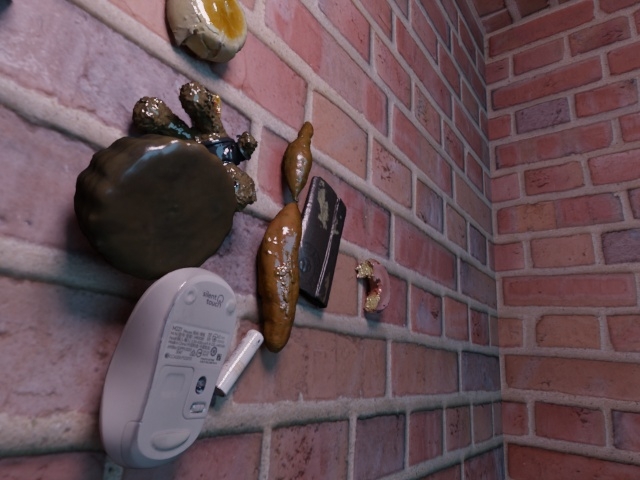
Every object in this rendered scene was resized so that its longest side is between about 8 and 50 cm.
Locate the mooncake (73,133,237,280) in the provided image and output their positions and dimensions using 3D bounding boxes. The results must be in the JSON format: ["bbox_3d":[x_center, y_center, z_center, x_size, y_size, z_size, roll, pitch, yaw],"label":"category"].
[{"bbox_3d":[-0.251,-0.055,0.625,0.228,0.124,0.228,-26,129,-38],"label":"mooncake"}]

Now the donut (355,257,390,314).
[{"bbox_3d":[0.168,0.135,1.231,0.117,0.065,0.166,-2,86,-51],"label":"donut"}]

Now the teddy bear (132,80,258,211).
[{"bbox_3d":[-0.210,-0.167,0.753,0.129,0.181,0.252,-104,168,-69],"label":"teddy bear"}]

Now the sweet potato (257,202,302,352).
[{"bbox_3d":[-0.092,0.061,0.882,0.106,0.095,0.355,43,48,-62],"label":"sweet potato"}]

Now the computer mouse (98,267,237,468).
[{"bbox_3d":[-0.239,0.189,0.633,0.184,0.121,0.297,28,69,-57],"label":"computer mouse"}]

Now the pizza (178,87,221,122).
[{"bbox_3d":[-0.230,-0.254,0.813,0.100,0.029,0.099,-16,97,-52],"label":"pizza"}]

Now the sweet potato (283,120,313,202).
[{"bbox_3d":[-0.053,-0.217,1.002,0.074,0.074,0.270,42,44,-40],"label":"sweet potato"}]

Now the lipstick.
[{"bbox_3d":[-0.164,0.239,0.799,0.040,0.040,0.141,61,41,-25],"label":"lipstick"}]

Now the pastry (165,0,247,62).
[{"bbox_3d":[-0.224,-0.444,0.810,0.165,0.088,0.166,18,67,-48],"label":"pastry"}]

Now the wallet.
[{"bbox_3d":[0.000,0.000,1.054,0.170,0.044,0.321,41,53,-39],"label":"wallet"}]
